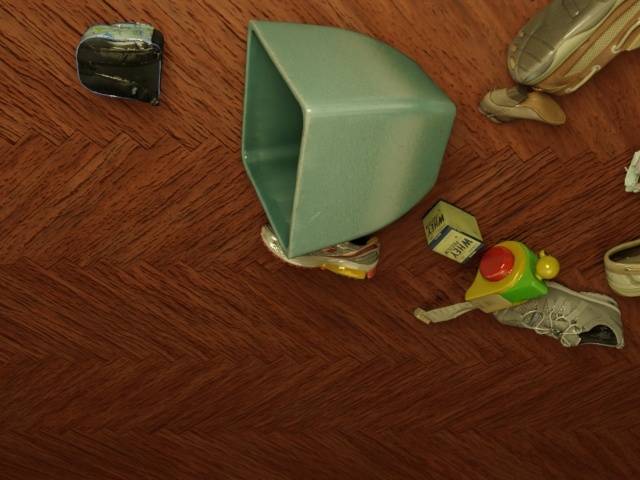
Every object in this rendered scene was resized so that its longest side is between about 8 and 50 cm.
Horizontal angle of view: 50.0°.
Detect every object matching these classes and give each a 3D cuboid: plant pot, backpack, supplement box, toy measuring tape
[{"bbox_3d":[0.043,-0.159,0.987,0.252,0.248,0.247,-10,135,-20],"label":"plant pot"},{"bbox_3d":[-0.282,-0.255,0.969,0.114,0.084,0.105,3,132,-14],"label":"backpack"},{"bbox_3d":[0.235,-0.016,1.224,0.083,0.083,0.056,23,127,-23],"label":"supplement box"},{"bbox_3d":[0.317,0.077,1.328,0.121,0.121,0.330,30,146,-27],"label":"toy measuring tape"}]

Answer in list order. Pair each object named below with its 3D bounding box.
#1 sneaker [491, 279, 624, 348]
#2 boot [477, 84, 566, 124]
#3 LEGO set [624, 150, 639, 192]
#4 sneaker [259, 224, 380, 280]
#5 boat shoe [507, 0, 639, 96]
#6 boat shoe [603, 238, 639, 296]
[{"bbox_3d":[0.485,0.156,1.376,0.281,0.115,0.105,5,132,-8],"label":"sneaker"},{"bbox_3d":[0.309,-0.203,1.072,0.118,0.042,0.087,28,158,-19],"label":"boot"},{"bbox_3d":[0.671,-0.087,1.174,0.287,0.107,0.132,-4,132,0],"label":"LEGO set"},{"bbox_3d":[0.000,0.000,1.237,0.225,0.088,0.092,11,110,-14],"label":"sneaker"},{"bbox_3d":[0.409,-0.324,0.943,0.116,0.123,0.324,24,136,-28],"label":"boat shoe"},{"bbox_3d":[0.685,0.019,1.276,0.302,0.109,0.098,-16,133,18],"label":"boat shoe"}]
